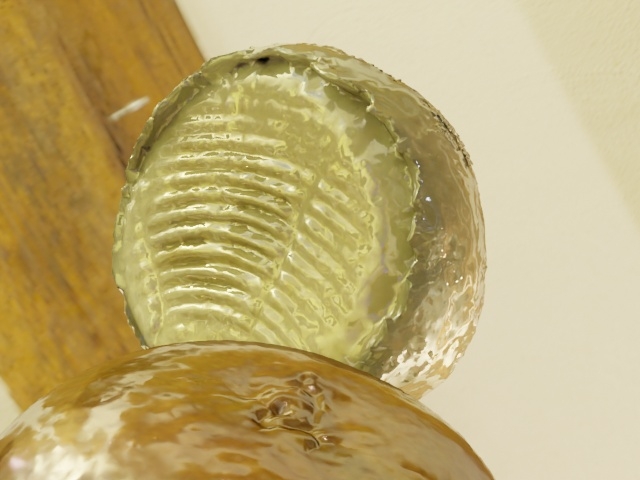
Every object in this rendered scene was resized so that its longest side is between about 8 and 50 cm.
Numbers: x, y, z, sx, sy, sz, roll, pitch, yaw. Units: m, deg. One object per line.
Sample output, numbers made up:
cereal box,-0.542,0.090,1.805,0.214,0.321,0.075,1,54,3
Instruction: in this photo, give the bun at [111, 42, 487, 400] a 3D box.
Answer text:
bun,0.000,0.000,0.905,0.259,0.152,0.259,-4,-97,34

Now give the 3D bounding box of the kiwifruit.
kiwifruit,-0.037,0.149,0.434,0.196,0.196,0.234,27,-69,11
